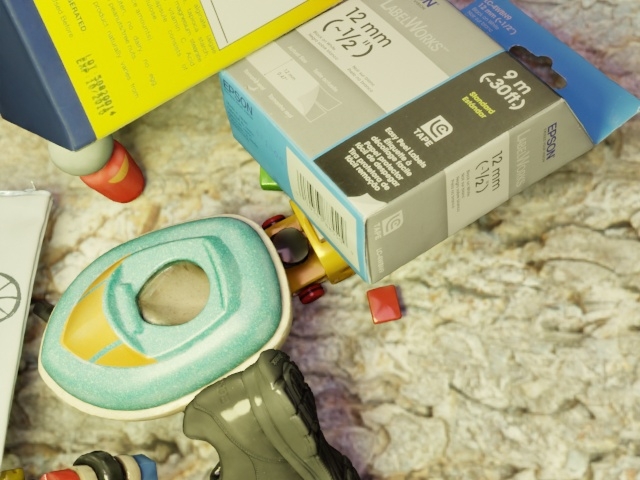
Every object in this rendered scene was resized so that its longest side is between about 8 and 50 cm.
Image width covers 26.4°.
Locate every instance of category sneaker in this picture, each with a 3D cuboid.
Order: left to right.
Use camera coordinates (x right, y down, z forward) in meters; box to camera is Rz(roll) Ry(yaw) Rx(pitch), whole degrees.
[{"bbox_3d":[-0.034,0.241,1.318,0.130,0.109,0.286,-24,108,10],"label":"sneaker"}]

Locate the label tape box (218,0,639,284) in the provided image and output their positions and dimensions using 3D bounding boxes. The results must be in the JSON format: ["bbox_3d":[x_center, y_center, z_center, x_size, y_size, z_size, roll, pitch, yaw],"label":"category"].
[{"bbox_3d":[0.113,-0.146,1.346,0.347,0.115,0.249,-32,55,-15],"label":"label tape box"}]

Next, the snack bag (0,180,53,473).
[{"bbox_3d":[-0.448,0.092,1.367,0.323,0.037,0.342,-1,58,7],"label":"snack bag"}]

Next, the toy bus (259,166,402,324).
[{"bbox_3d":[0.008,-0.010,1.402,0.191,0.104,0.202,16,79,8],"label":"toy bus"}]

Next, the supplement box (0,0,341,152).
[{"bbox_3d":[-0.168,-0.267,1.341,0.356,0.195,0.194,-33,120,-22],"label":"supplement box"}]

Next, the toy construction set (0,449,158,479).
[{"bbox_3d":[-0.283,0.345,1.277,0.237,0.309,0.257,-7,109,40],"label":"toy construction set"}]

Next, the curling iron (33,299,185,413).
[{"bbox_3d":[-0.182,0.129,1.425,0.274,0.035,0.068,23,59,14],"label":"curling iron"}]

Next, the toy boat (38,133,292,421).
[{"bbox_3d":[-0.186,0.020,1.357,0.267,0.148,0.318,-27,64,6],"label":"toy boat"}]
